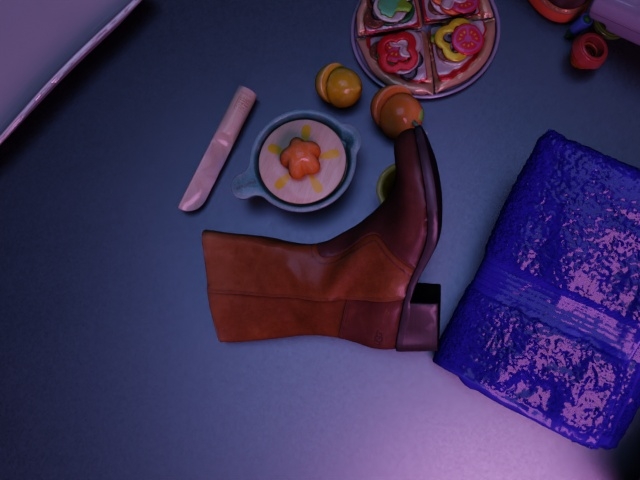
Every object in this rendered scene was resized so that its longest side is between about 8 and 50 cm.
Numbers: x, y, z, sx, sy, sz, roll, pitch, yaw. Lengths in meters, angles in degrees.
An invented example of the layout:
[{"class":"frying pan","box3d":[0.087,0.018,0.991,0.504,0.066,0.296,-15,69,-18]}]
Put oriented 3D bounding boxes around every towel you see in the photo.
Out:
[{"class":"towel","box3d":[0.286,0.058,0.676,0.227,0.076,0.308,24,99,9]}]

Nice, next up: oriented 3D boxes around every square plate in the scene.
[{"class":"square plate","box3d":[-0.475,-0.328,0.880,0.347,0.049,0.344,41,86,12]}]

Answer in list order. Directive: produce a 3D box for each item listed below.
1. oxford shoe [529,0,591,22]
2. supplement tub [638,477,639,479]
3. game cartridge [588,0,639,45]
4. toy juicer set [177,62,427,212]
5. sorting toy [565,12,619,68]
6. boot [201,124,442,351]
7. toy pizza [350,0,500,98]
[{"class":"oxford shoe","box3d":[0.266,-0.414,0.798,0.097,0.098,0.271,-40,78,-3]},{"class":"supplement tub","box3d":[0.493,0.222,0.577,0.331,0.241,0.241,-39,78,-2]},{"class":"game cartridge","box3d":[0.496,-0.345,0.737,0.198,0.062,0.297,35,82,26]},{"class":"toy juicer set","box3d":[-0.020,-0.135,0.777,0.329,0.089,0.209,3,79,7]},{"class":"sorting toy","box3d":[0.351,-0.263,0.795,0.061,0.042,0.102,39,72,-4]},{"class":"boot","box3d":[0.000,0.000,0.718,0.280,0.096,0.264,2,110,14]},{"class":"toy pizza","box3d":[0.140,-0.288,0.820,0.201,0.032,0.201,-1,79,6]}]
